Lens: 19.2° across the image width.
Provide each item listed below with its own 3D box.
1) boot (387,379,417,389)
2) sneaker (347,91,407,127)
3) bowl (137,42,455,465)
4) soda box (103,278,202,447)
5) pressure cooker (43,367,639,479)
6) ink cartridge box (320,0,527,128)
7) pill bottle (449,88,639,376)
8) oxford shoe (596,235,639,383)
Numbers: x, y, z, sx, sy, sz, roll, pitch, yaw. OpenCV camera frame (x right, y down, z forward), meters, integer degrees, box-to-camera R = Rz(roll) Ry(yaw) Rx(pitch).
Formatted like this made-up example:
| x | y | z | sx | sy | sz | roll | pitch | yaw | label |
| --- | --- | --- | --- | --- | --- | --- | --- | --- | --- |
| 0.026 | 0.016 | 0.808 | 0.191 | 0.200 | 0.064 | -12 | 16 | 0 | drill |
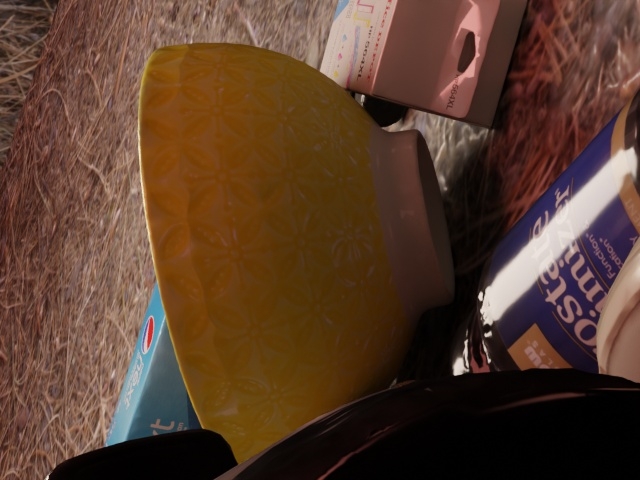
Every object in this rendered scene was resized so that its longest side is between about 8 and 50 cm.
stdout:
| x | y | z | sx | sy | sz | roll | pitch | yaw | label |
| --- | --- | --- | --- | --- | --- | --- | --- | --- | --- |
| 0.024 | 0.233 | 1.141 | 0.262 | 0.095 | 0.203 | -64 | 23 | 23 | boot |
| 0.047 | -0.153 | 1.415 | 0.089 | 0.051 | 0.170 | -112 | 36 | -53 | sneaker |
| 0.000 | 0.000 | 1.227 | 0.289 | 0.156 | 0.289 | -11 | -90 | -80 | bowl |
| -0.134 | 0.125 | 1.723 | 0.067 | 0.071 | 0.210 | -121 | 47 | -64 | soda box |
| 0.015 | 0.272 | 0.708 | 0.420 | 0.375 | 0.370 | -37 | 24 | 57 | pressure cooker |
| 0.069 | -0.134 | 1.275 | 0.143 | 0.090 | 0.092 | -152 | 76 | -72 | ink cartridge box |
| 0.149 | 0.019 | 0.886 | 0.219 | 0.122 | 0.123 | 127 | 150 | -51 | pill bottle |
| 0.230 | 0.027 | 0.590 | 0.449 | 0.169 | 0.130 | -29 | 52 | 59 | oxford shoe |
